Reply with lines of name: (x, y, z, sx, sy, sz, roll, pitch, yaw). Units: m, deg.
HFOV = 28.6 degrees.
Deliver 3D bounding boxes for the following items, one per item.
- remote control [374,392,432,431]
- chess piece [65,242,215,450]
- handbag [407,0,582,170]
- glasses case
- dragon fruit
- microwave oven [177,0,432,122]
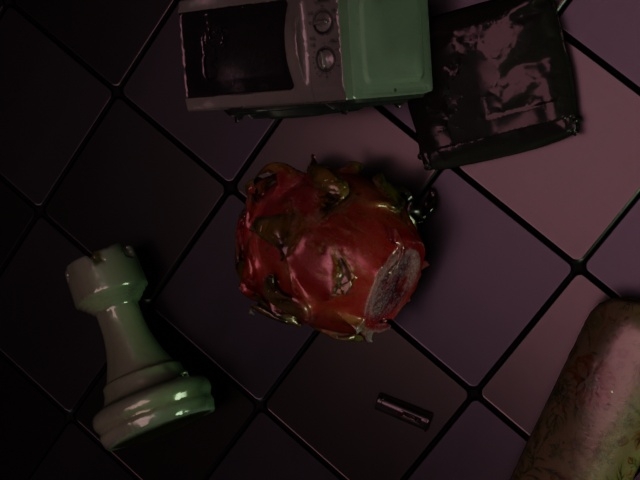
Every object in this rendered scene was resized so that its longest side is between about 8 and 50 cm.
remote control: (0.126, 0.264, 1.929, 0.091, 0.016, 0.034, 20, 107, 17)
chess piece: (-0.303, 0.164, 1.991, 0.194, 0.194, 0.299, -26, 79, 20)
handbag: (0.235, -0.227, 1.798, 0.246, 0.080, 0.223, -12, 92, 21)
glasses case: (0.387, 0.283, 1.795, 0.156, 0.098, 0.425, 27, 105, 17)
dragon fruit: (0.000, 0.000, 1.830, 0.291, 0.250, 0.269, 31, 101, 29)
microwave oven: (-0.020, -0.265, 1.769, 0.295, 0.237, 0.181, 1, 97, 39)
